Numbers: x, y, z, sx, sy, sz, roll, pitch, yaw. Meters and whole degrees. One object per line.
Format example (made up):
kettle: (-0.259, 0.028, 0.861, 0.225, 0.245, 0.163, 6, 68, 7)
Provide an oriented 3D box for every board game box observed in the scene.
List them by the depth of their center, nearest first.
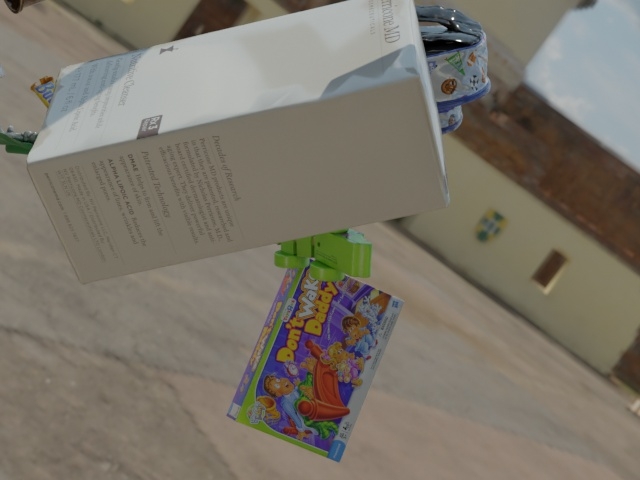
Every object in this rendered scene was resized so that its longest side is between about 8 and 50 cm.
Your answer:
board game box: (-0.009, 0.233, 2.382, 0.233, 0.347, 0.078, 24, -7, -17)

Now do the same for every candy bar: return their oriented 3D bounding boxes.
candy bar: (-0.360, -0.176, 1.714, 0.161, 0.040, 0.018, 50, -17, 23)

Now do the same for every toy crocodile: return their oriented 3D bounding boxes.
toy crocodile: (0.000, 0.000, 2.179, 0.105, 0.115, 0.340, -6, 12, -31)

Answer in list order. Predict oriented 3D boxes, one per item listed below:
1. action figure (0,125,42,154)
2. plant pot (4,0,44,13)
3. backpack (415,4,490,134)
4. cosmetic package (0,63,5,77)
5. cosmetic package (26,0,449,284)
action figure: (-0.502, -0.181, 2.258, 0.232, 0.064, 0.137, 12, -1, 18)
plant pot: (-0.333, -0.390, 1.541, 0.167, 0.165, 0.167, 46, -34, 44)
backpack: (0.162, -0.286, 2.081, 0.276, 0.263, 0.213, -63, 140, -59)
cosmetic package: (-0.593, -0.259, 1.750, 0.151, 0.183, 0.151, -41, 112, -46)
cosmetic package: (-0.073, -0.108, 1.207, 0.217, 0.384, 0.156, -93, 166, -56)
